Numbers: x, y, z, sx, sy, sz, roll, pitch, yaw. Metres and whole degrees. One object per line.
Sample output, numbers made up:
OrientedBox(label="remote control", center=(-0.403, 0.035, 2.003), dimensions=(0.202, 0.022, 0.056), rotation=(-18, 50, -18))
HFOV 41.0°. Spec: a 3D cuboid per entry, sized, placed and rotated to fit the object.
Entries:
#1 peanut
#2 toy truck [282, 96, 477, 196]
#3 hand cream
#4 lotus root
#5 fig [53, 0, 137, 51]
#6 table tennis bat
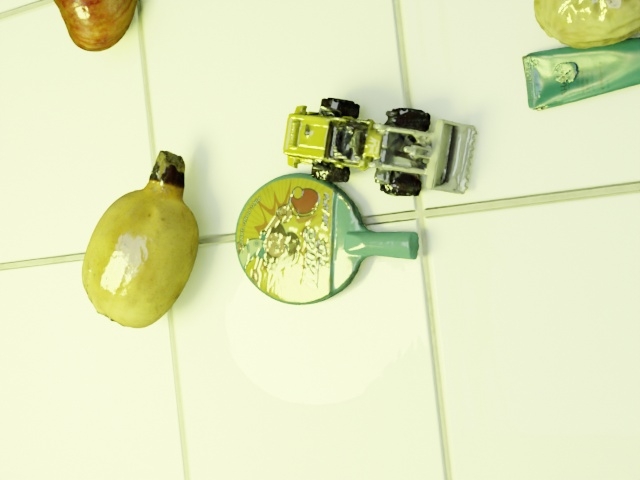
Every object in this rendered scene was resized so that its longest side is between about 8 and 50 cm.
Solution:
OrientedBox(label="peanut", center=(0.415, -0.324, 1.077), dimensions=(0.298, 0.136, 0.120), rotation=(-14, 130, 28))
OrientedBox(label="toy truck", center=(0.081, -0.139, 1.278), dimensions=(0.286, 0.111, 0.136), rotation=(10, 95, 22))
OrientedBox(label="hand cream", center=(0.384, -0.235, 1.154), dimensions=(0.224, 0.048, 0.083), rotation=(-8, 91, 33))
OrientedBox(label="lotus root", center=(-0.296, -0.001, 1.465), dimensions=(0.183, 0.183, 0.310), rotation=(27, 99, 25))
OrientedBox(label="fig", center=(-0.391, -0.438, 1.510), dimensions=(0.148, 0.149, 0.202), rotation=(3, 66, 56))
OrientedBox(label="table tennis bat", center=(0.000, 0.000, 1.371), dimensions=(0.329, 0.044, 0.215), rotation=(4, 91, 30))
